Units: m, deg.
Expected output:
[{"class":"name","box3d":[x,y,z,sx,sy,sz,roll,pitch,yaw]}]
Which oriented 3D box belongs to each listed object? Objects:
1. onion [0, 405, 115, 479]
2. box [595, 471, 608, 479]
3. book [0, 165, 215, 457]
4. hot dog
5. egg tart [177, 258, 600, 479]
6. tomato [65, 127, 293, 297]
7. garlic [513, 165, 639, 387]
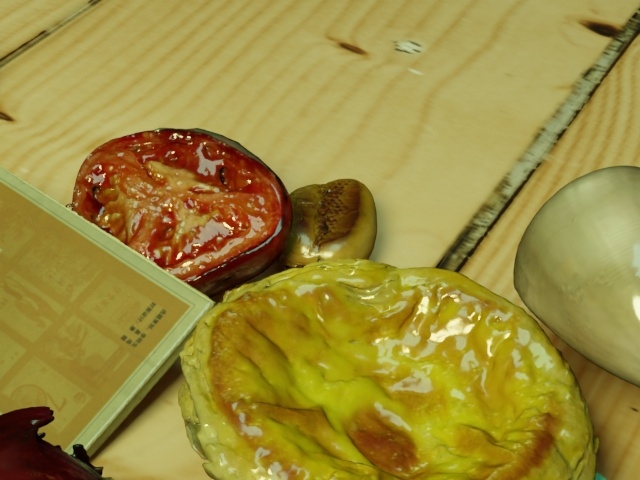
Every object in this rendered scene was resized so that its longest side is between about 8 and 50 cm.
[{"class":"onion","box3d":[-0.122,0.228,0.732,0.195,0.272,0.272,-47,58,-8]},{"class":"box","box3d":[0.168,0.257,0.882,0.162,0.041,0.229,35,46,30]},{"class":"book","box3d":[-0.219,0.052,1.038,0.242,0.018,0.170,31,68,26]},{"class":"hot dog","box3d":[0.002,0.000,1.159,0.090,0.060,0.140,4,32,1]},{"class":"egg tart","box3d":[0.041,0.131,0.959,0.295,0.116,0.295,7,37,-5]},{"class":"tomato","box3d":[-0.112,-0.015,1.127,0.166,0.082,0.174,-24,52,-9]},{"class":"garlic","box3d":[0.269,0.072,0.983,0.231,0.246,0.340,-8,43,-6]}]
